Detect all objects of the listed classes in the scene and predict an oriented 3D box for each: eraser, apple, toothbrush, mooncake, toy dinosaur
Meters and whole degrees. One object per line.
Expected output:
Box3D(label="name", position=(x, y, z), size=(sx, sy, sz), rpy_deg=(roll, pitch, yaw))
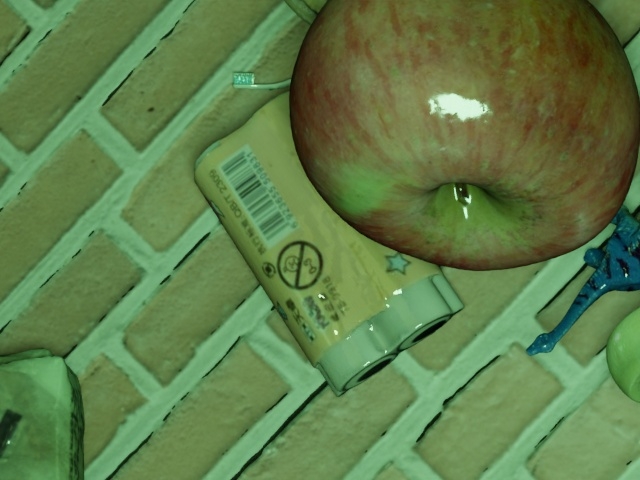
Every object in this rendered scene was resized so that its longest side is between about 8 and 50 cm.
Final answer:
Box3D(label="eraser", position=(0.000, 0.000, 1.843), size=(0.171, 0.087, 0.290), rpy_deg=(-37, 75, 14))
Box3D(label="apple", position=(0.140, -0.135, 1.706), size=(0.345, 0.345, 0.269), rpy_deg=(-7, 56, 16))
Box3D(label="toothbrush", position=(0.001, -0.176, 1.892), size=(0.204, 0.017, 0.022), rpy_deg=(-1, 104, 17))
Box3D(label="mooncake", position=(-0.380, 0.250, 1.895), size=(0.250, 0.136, 0.254), rpy_deg=(-5, 72, 1))
Box3D(label="toy dinosaur", position=(0.329, 0.002, 1.716), size=(0.329, 0.144, 0.076), rpy_deg=(-27, 119, 2))

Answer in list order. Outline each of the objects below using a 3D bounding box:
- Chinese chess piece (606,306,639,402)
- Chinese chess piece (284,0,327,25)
Box3D(label="Chinese chess piece", position=(0.348, 0.103, 1.696), size=(0.144, 0.144, 0.058), rpy_deg=(-30, 58, 12))
Box3D(label="Chinese chess piece", position=(0.060, -0.330, 1.844), size=(0.250, 0.103, 0.249), rpy_deg=(-1, 87, 17))
